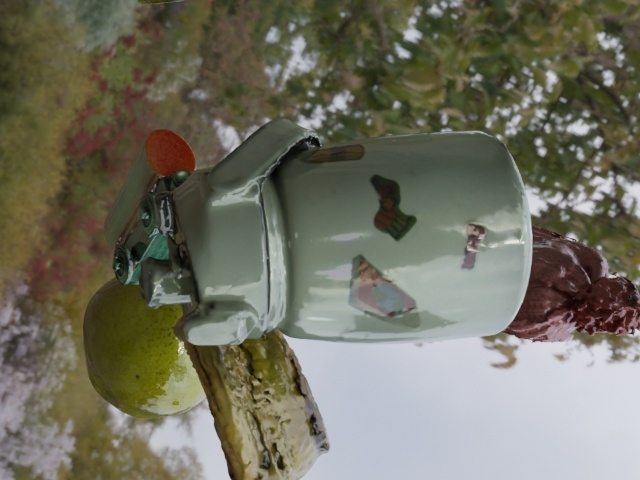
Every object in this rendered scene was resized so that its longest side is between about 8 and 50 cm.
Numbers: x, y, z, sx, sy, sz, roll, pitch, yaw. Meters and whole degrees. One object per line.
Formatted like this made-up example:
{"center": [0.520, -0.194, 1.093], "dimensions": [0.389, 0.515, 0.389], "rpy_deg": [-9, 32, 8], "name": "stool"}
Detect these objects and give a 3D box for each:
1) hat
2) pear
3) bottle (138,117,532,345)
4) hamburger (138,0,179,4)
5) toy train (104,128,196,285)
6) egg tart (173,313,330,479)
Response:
{"center": [0.261, 0.059, 1.120], "dimensions": [0.286, 0.107, 0.236], "rpy_deg": [18, -138, 42], "name": "hat"}
{"center": [-0.295, 0.178, 1.672], "dimensions": [0.294, 0.294, 0.294], "rpy_deg": [-54, -157, 36], "name": "pear"}
{"center": [0.000, 0.000, 0.892], "dimensions": [0.229, 0.351, 0.229], "rpy_deg": [175, -90, -79], "name": "bottle"}
{"center": [-0.155, -0.352, 0.969], "dimensions": [0.288, 0.192, 0.168], "rpy_deg": [-14, -133, 36], "name": "hamburger"}
{"center": [-0.270, -0.047, 1.465], "dimensions": [0.285, 0.116, 0.177], "rpy_deg": [-51, -126, 49], "name": "toy train"}
{"center": [-0.071, 0.187, 1.040], "dimensions": [0.294, 0.123, 0.294], "rpy_deg": [160, -90, -80], "name": "egg tart"}
